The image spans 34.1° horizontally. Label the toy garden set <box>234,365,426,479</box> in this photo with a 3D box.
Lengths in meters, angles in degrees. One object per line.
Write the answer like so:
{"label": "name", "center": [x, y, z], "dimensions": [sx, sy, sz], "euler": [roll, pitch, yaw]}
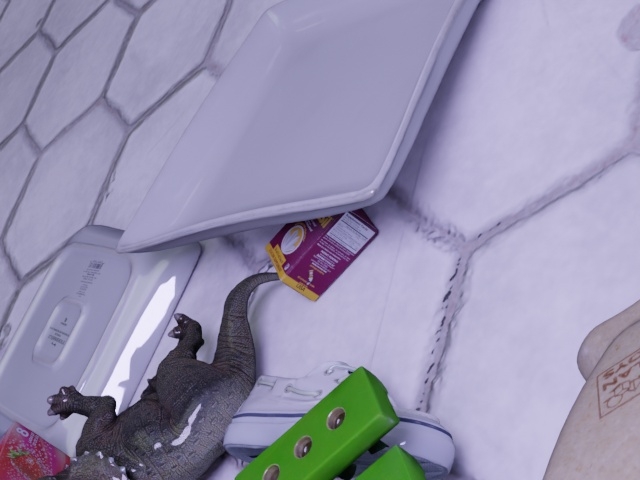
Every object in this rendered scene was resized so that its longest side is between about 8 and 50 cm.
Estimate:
{"label": "toy garden set", "center": [-0.003, 0.215, 0.538], "dimensions": [0.204, 0.049, 0.244], "euler": [-43, 33, 13]}

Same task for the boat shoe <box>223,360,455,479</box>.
{"label": "boat shoe", "center": [0.007, 0.119, 0.734], "dimensions": [0.226, 0.083, 0.076], "euler": [-9, 57, 49]}

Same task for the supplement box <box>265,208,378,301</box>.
{"label": "supplement box", "center": [0.000, 0.000, 0.876], "dimensions": [0.083, 0.043, 0.055], "euler": [-48, 34, 12]}

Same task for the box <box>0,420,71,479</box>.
{"label": "box", "center": [-0.258, 0.279, 0.835], "dimensions": [0.128, 0.122, 0.257], "euler": [-49, 15, 12]}

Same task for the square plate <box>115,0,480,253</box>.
{"label": "square plate", "center": [-0.001, -0.132, 0.937], "dimensions": [0.344, 0.049, 0.347], "euler": [-12, 43, 47]}

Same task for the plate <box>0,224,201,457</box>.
{"label": "plate", "center": [-0.265, 0.105, 1.119], "dimensions": [0.277, 0.045, 0.278], "euler": [7, 68, 54]}

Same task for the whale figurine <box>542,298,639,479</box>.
{"label": "whale figurine", "center": [0.191, 0.118, 0.496], "dimensions": [0.216, 0.141, 0.272], "euler": [-40, 13, 22]}

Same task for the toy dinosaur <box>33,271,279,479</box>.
{"label": "toy dinosaur", "center": [-0.126, 0.153, 0.866], "dimensions": [0.313, 0.121, 0.160], "euler": [-33, 37, -16]}
